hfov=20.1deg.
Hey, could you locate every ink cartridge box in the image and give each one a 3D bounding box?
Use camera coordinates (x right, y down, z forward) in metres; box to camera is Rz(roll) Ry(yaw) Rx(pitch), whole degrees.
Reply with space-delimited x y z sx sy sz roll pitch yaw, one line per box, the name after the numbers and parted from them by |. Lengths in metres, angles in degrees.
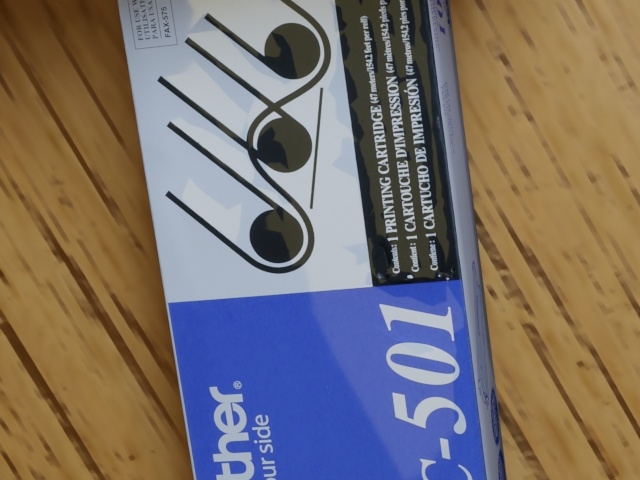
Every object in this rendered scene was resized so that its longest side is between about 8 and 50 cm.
0.000 0.000 0.574 0.097 0.046 0.207 -5 103 13 | ink cartridge box
